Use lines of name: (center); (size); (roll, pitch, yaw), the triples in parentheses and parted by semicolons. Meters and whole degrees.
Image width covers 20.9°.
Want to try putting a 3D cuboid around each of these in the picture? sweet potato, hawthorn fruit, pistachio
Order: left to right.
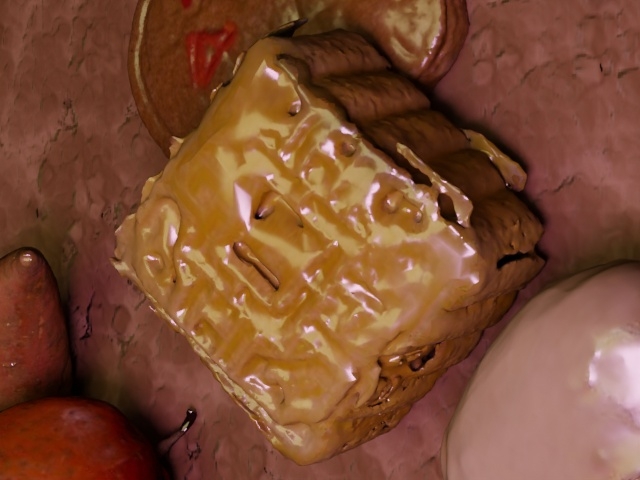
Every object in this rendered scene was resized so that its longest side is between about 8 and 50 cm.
sweet potato: (-0.252, 0.140, 1.392); (0.106, 0.095, 0.355); (-87, 11, -64)
hawthorn fruit: (-0.176, 0.180, 1.292); (0.157, 0.194, 0.157); (60, 169, 20)
pistachio: (0.157, 0.092, 1.017); (0.223, 0.126, 0.152); (-40, 33, 41)

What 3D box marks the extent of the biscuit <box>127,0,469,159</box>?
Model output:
biscuit: (-0.031, -0.145, 1.235); (0.273, 0.049, 0.257); (-46, 62, 32)

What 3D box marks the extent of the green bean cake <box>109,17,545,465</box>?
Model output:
green bean cake: (0.000, 0.000, 1.120); (0.230, 0.131, 0.224); (45, 118, 14)
